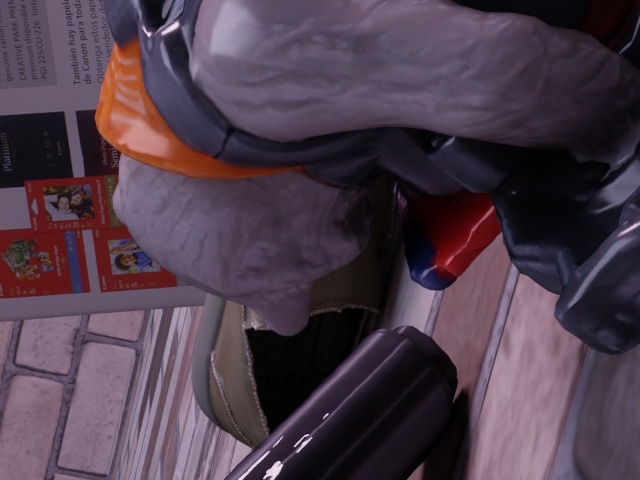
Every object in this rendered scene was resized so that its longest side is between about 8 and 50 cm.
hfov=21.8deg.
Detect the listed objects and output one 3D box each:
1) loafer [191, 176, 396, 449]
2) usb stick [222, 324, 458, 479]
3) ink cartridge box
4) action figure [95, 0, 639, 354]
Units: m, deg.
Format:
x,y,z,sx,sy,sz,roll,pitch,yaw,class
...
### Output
x,y,z,sx,sy,sz,roll,pitch,yaw,class
0.000,0.000,0.766,0.087,0.094,0.251,49,140,49,loafer
-0.048,0.128,0.531,0.278,0.045,0.077,-43,-22,-35,usb stick
-0.147,-0.119,0.947,0.130,0.272,0.309,-97,3,-66,ink cartridge box
0.027,-0.134,0.453,0.341,0.178,0.330,-106,38,-71,action figure
